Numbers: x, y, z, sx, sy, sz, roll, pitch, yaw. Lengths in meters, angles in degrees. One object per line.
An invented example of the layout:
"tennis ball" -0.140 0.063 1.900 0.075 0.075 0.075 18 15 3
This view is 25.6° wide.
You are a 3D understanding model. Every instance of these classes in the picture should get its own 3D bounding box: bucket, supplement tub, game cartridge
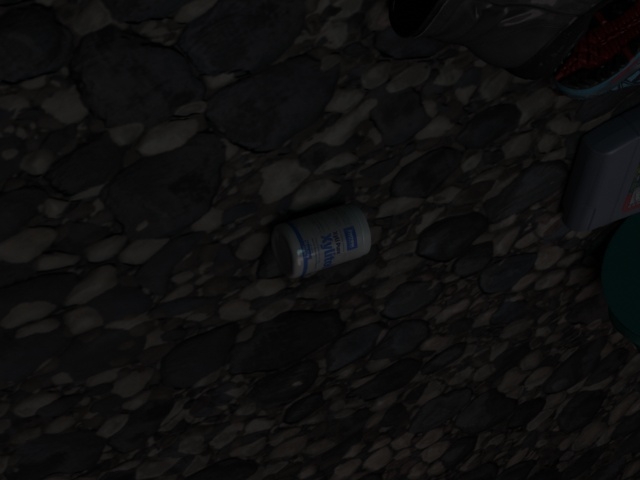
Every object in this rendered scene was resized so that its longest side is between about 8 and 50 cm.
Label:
"bucket" 0.568 0.073 2.137 0.281 0.281 0.183 -40 141 11
"supplement tub" 0.000 0.000 1.725 0.107 0.071 0.071 -18 145 -22
"game cartridge" 0.485 -0.128 1.993 0.294 0.060 0.196 -20 141 -20

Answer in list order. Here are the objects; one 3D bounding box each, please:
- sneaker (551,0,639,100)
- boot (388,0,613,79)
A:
"sneaker" 0.398 -0.254 1.727 0.262 0.104 0.125 -25 165 3
"boot" 0.240 -0.318 1.479 0.222 0.118 0.338 14 121 -43
